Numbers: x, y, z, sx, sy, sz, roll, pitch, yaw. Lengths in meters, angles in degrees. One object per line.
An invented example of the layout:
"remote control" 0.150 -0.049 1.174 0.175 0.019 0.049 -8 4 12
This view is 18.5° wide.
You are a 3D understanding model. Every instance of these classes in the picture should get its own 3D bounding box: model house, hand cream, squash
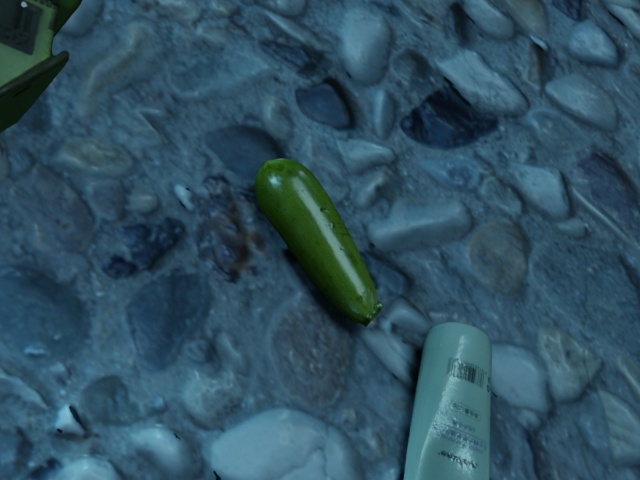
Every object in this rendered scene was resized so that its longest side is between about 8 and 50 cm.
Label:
"model house" -0.348 -0.127 1.722 0.205 0.218 0.279 24 49 -22
"hand cream" 0.129 0.219 1.954 0.109 0.067 0.321 26 48 -23
"squash" 0.000 0.000 2.014 0.066 0.066 0.201 -20 71 -47
